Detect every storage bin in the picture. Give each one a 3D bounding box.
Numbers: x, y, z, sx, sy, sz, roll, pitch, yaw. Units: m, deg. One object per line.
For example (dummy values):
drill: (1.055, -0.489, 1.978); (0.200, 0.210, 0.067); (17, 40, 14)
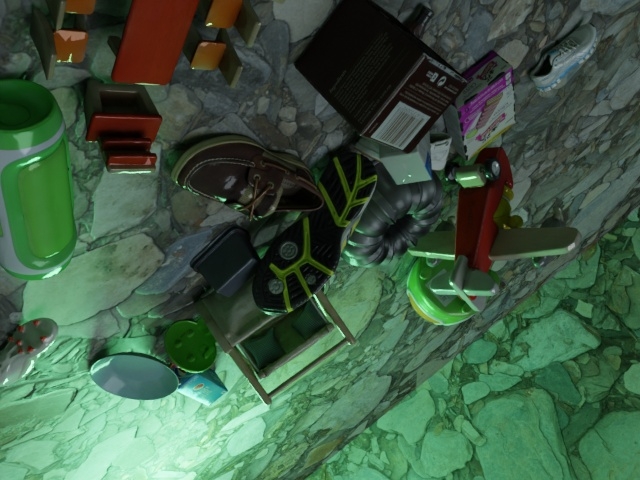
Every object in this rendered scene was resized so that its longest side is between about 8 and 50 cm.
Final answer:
storage bin: (-0.187, 0.051, 1.491); (0.135, 0.091, 0.098); (-42, 152, 7)

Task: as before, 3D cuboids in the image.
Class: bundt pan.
bundt pan: (0.167, -0.058, 1.719); (0.331, 0.124, 0.331); (-29, 150, -19)

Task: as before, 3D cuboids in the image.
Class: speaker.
speaker: (-0.414, -0.075, 0.996); (0.131, 0.131, 0.296); (-22, 148, -29)

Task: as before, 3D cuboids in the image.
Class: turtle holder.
turtle holder: (0.393, 0.110, 2.170); (0.227, 0.243, 0.320); (118, -8, -62)

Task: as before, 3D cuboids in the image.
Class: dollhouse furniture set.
dollhouse furniture set: (-0.233, -0.225, 0.937); (0.262, 0.135, 0.259); (-5, 145, -34)

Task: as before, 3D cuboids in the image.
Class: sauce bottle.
sauce bottle: (0.166, -0.377, 1.328); (0.042, 0.042, 0.128); (-2, 136, -49)

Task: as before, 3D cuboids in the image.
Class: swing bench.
swing bench: (-0.103, 0.182, 1.607); (0.253, 0.165, 0.254); (-35, 119, -6)

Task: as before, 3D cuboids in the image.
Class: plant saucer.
plant saucer: (-0.409, 0.292, 1.576); (0.195, 0.037, 0.195); (1, 138, 1)

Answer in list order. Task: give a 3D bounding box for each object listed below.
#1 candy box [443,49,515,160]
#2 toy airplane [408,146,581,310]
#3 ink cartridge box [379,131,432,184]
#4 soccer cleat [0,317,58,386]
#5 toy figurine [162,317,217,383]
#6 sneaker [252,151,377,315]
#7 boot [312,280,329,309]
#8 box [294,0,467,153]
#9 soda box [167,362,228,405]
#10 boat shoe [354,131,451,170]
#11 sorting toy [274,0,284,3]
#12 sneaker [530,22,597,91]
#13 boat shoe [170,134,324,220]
candy box: (0.368, -0.305, 1.646); (0.159, 0.071, 0.233); (-39, 153, -1)
toy airplane: (0.433, -0.002, 1.838); (0.272, 0.386, 0.384); (19, 120, -44)
ink cartridge box: (0.166, -0.244, 1.407); (0.078, 0.231, 0.134); (-8, 159, 19)
soccer cleat: (-0.550, 0.207, 1.324); (0.196, 0.068, 0.076); (-39, 158, 15)
toy figurine: (-0.325, 0.270, 1.667); (0.159, 0.130, 0.173); (-44, 180, 39)
sneaker: (0.000, 0.000, 1.505); (0.384, 0.145, 0.147); (-53, 170, -7)
boot: (-0.073, 0.132, 1.757); (0.179, 0.085, 0.236); (-25, 148, -19)
box: (0.104, -0.285, 1.218); (0.167, 0.203, 0.168); (-51, 150, 21)
soda box: (-0.315, 0.357, 1.813); (0.067, 0.071, 0.210); (-38, 152, -3)
boat shoe: (0.186, -0.216, 1.548); (0.277, 0.098, 0.096); (-3, 123, -46)
sorting toy: (-0.081, -0.412, 0.977); (0.275, 0.046, 0.132); (-1, 135, -50)
sneaker: (0.580, -0.443, 1.700); (0.083, 0.071, 0.190); (15, 121, -50)
boat shoe: (-0.117, -0.102, 1.312); (0.123, 0.123, 0.342); (-51, 150, 21)
